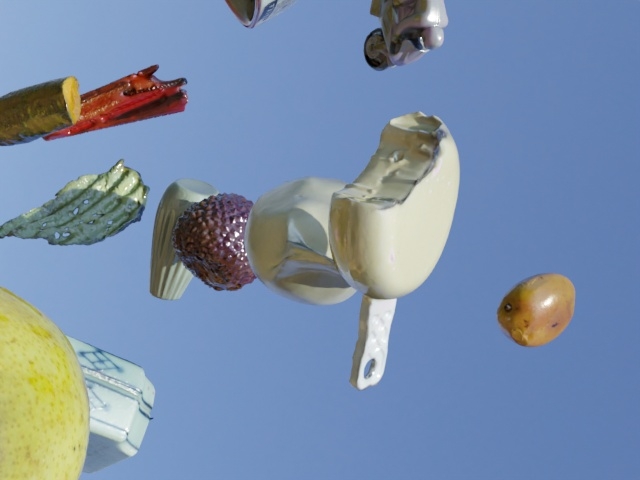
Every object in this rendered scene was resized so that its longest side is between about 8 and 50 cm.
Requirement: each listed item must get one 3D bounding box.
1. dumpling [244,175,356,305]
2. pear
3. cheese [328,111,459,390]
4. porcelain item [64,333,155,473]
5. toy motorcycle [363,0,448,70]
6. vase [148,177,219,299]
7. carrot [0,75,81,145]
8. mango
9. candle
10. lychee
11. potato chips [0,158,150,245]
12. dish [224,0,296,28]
[{"bbox_3d":[0.000,0.000,1.366,0.250,0.162,0.132,-131,-131,-68],"label":"dumpling"},{"bbox_3d":[-0.343,0.161,1.069,0.304,0.304,0.304,-27,-123,51],"label":"pear"},{"bbox_3d":[0.074,0.012,1.200,0.070,0.163,0.249,17,-53,31],"label":"cheese"},{"bbox_3d":[-0.448,0.276,2.150,0.281,0.285,0.157,-33,-142,50],"label":"porcelain item"},{"bbox_3d":[0.133,-0.336,1.808,0.152,0.073,0.225,41,-57,43],"label":"toy motorcycle"},{"bbox_3d":[-0.282,0.003,2.516,0.128,0.128,0.248,46,-58,54],"label":"vase"},{"bbox_3d":[-0.424,-0.188,1.847,0.173,0.082,0.082,-10,-113,26],"label":"carrot"},{"bbox_3d":[0.255,0.078,1.461,0.060,0.114,0.080,27,-55,51],"label":"mango"},{"bbox_3d":[-0.354,-0.205,1.988,0.059,0.301,0.084,-98,170,-83],"label":"candle"},{"bbox_3d":[-0.176,-0.005,2.344,0.188,0.188,0.188,-27,-123,51],"label":"lychee"},{"bbox_3d":[-0.283,-0.032,1.479,0.092,0.207,0.028,41,-44,15],"label":"potato chips"},{"bbox_3d":[-0.065,-0.355,1.301,0.256,0.117,0.256,61,-11,20],"label":"dish"}]
